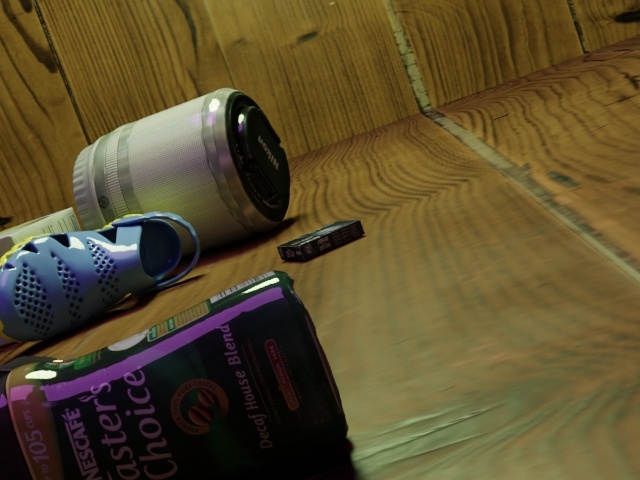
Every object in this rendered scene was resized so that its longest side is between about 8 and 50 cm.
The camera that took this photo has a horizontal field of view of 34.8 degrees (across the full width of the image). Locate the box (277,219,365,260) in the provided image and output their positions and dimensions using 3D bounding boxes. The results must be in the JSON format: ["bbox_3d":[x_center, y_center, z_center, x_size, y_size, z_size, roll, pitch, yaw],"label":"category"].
[{"bbox_3d":[0.000,0.000,1.173,0.083,0.018,0.067,-23,8,-22],"label":"box"}]

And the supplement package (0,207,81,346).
[{"bbox_3d":[-0.418,0.053,1.413,0.139,0.134,0.244,-18,8,8],"label":"supplement package"}]

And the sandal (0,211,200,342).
[{"bbox_3d":[-0.267,0.032,1.265,0.138,0.126,0.317,-8,15,39],"label":"sandal"}]

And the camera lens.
[{"bbox_3d":[-0.198,-0.089,1.521,0.274,0.219,0.219,-17,8,18],"label":"camera lens"}]

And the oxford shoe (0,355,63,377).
[{"bbox_3d":[-0.269,0.133,0.722,0.227,0.083,0.096,-15,14,37],"label":"oxford shoe"}]

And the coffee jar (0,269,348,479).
[{"bbox_3d":[-0.085,0.089,0.517,0.184,0.096,0.079,-21,5,-6],"label":"coffee jar"}]
